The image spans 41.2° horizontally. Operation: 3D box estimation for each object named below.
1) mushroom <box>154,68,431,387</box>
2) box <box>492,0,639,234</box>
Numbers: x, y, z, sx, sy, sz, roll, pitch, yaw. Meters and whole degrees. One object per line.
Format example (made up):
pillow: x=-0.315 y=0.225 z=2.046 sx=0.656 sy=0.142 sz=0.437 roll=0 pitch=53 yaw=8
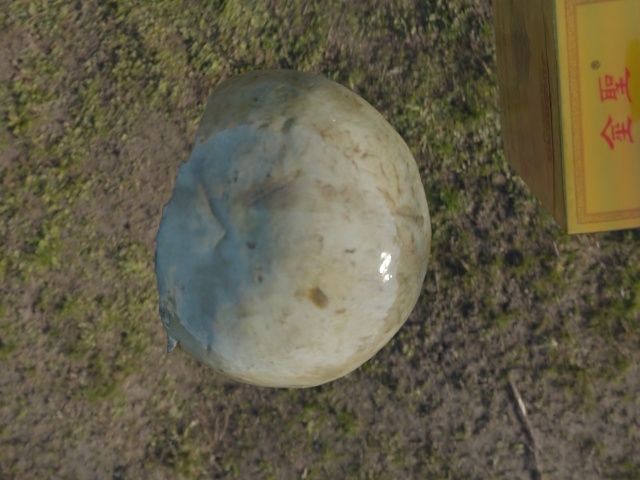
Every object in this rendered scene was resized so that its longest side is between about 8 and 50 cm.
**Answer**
mushroom: x=0.000 y=0.000 z=0.679 sx=0.189 sy=0.195 sz=0.253 roll=21 pitch=107 yaw=27
box: x=0.202 y=-0.125 z=0.701 sx=0.076 sy=0.274 sz=0.174 roll=-8 pitch=106 yaw=5
